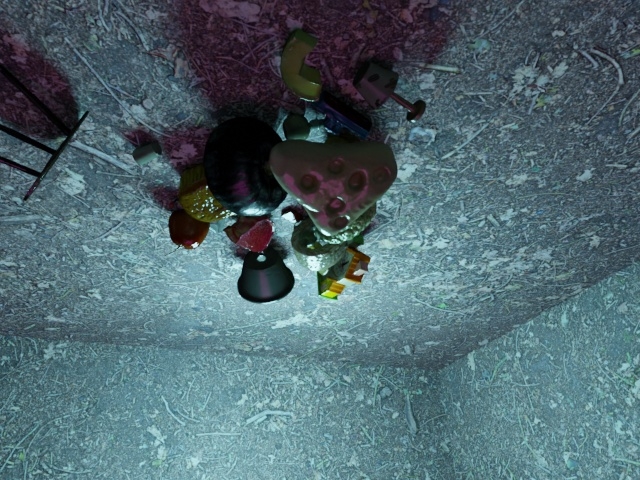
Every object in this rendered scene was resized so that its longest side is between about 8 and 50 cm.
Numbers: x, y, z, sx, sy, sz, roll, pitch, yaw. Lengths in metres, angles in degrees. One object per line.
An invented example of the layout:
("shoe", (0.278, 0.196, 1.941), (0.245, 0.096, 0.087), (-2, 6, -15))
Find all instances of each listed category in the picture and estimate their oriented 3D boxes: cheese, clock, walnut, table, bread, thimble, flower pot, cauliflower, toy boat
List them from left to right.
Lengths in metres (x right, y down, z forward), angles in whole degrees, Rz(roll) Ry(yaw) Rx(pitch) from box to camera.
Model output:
("table", (-0.867, -0.328, 1.475), (0.249, 0.317, 0.317), (35, 134, -26))
("bread", (-0.370, -0.174, 1.814), (0.253, 0.142, 0.227), (-12, 140, 18))
("flower pot", (-0.252, 0.135, 2.272), (0.268, 0.269, 0.166), (-4, 126, 2))
("bread", (-0.028, 0.075, 2.260), (0.065, 0.188, 0.149), (-35, 169, -46))
("thimble", (-0.002, 0.006, 2.076), (0.229, 0.196, 0.148), (-18, 149, -1))
("cheese", (0.053, -0.219, 1.542), (0.328, 0.130, 0.351), (-35, 121, 9))
("walnut", (0.067, -0.258, 1.690), (0.159, 0.159, 0.207), (0, 140, -5))
("toy boat", (0.063, -0.366, 1.561), (0.223, 0.100, 0.097), (24, 120, -33))
("cauliflower", (0.076, -0.134, 1.872), (0.250, 0.272, 0.275), (41, 141, 3))
("clock", (0.099, 0.111, 2.242), (0.106, 0.220, 0.255), (18, 142, -34))

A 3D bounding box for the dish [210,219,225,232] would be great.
("dish", (-0.434, -0.060, 2.089), (0.091, 0.039, 0.137), (-5, 147, 3))

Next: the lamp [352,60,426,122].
("lamp", (0.198, -0.420, 1.468), (0.214, 0.121, 0.121), (28, 139, -24))

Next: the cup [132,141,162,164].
("cup", (-0.568, -0.285, 1.696), (0.083, 0.055, 0.075), (-19, 144, 20))

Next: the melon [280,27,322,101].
("melon", (-0.052, -0.483, 1.407), (0.118, 0.064, 0.209), (1, 146, -4))

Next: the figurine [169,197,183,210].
("figurine", (-0.517, -0.151, 1.927), (0.106, 0.047, 0.060), (-29, 157, 30))

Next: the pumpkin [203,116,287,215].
("pumpkin", (-0.233, -0.227, 1.603), (0.238, 0.315, 0.315), (-2, 153, 33))

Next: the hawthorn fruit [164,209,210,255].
("hawthorn fruit", (-0.520, -0.024, 1.982), (0.162, 0.204, 0.163), (5, 153, 3))

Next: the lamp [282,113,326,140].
("lamp", (-0.036, -0.359, 1.602), (0.163, 0.091, 0.091), (-14, 151, -12))

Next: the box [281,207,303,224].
("box", (-0.114, -0.099, 2.069), (0.051, 0.023, 0.082), (-22, 144, 30))

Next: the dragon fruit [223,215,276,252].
("dragon fruit", (-0.274, -0.054, 2.054), (0.161, 0.126, 0.274), (-48, 159, 7))
